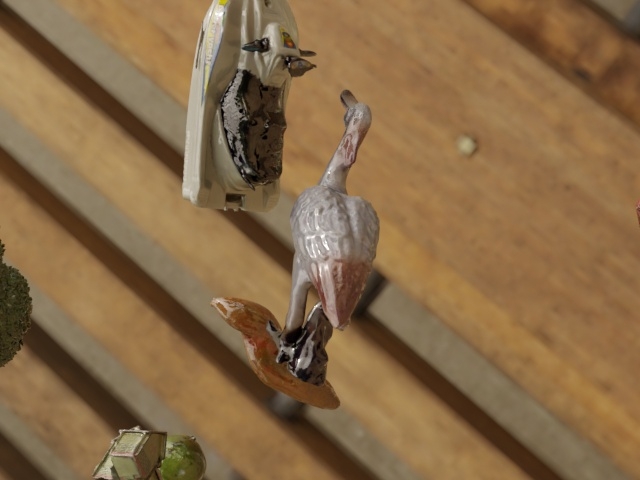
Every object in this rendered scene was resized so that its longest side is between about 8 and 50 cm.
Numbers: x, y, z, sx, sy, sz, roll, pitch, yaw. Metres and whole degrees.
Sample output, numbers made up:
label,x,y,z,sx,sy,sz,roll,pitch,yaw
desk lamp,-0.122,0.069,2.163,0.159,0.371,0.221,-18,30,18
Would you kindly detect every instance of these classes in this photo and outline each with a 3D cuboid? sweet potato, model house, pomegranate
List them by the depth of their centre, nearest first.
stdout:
label,x,y,z,sx,sy,sz,roll,pitch,yaw
model house,-0.139,0.174,1.402,0.058,0.057,0.083,-55,-44,-45
sweet potato,-0.050,0.134,2.073,0.202,0.055,0.058,48,-122,-26
pomegranate,-0.175,0.279,2.213,0.073,0.073,0.085,-11,-71,-57

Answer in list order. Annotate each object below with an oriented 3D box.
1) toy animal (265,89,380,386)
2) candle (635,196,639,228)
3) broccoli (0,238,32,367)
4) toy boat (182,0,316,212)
label,x,y,z,sx,sy,sz,roll,pitch,yaw
toy animal,0.010,-0.014,1.872,0.195,0.090,0.324,176,108,-71
candle,0.398,-0.022,2.129,0.052,0.052,0.131,-45,-31,-12
broccoli,-0.461,0.081,1.943,0.321,0.304,0.283,-34,18,-20
toy boat,-0.079,-0.163,2.066,0.141,0.140,0.269,-6,-67,-60
